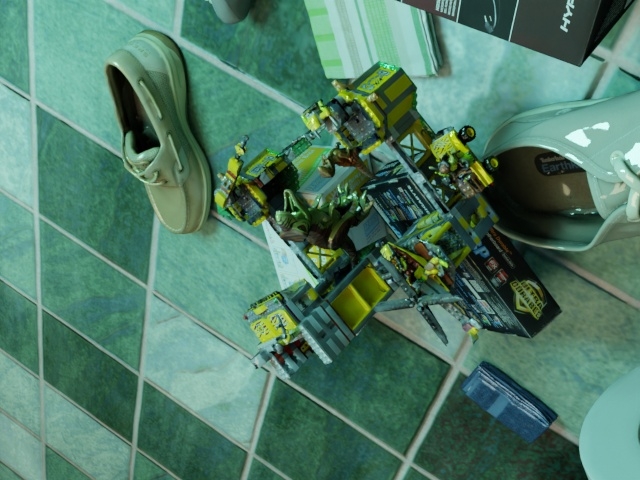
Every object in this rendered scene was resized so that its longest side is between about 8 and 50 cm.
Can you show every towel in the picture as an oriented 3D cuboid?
[{"bbox_3d":[0.239,0.210,1.211,0.119,0.029,0.067,36,139,9],"label":"towel"},{"bbox_3d":[0.055,-0.229,1.009,0.152,0.023,0.113,7,125,38],"label":"towel"}]

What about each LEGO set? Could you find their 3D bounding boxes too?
[{"bbox_3d":[0.000,0.000,0.920,0.331,0.192,0.255,-18,111,51],"label":"LEGO set"}]

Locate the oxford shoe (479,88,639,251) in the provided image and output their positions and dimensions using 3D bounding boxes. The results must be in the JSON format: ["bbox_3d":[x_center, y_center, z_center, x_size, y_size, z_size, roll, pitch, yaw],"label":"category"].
[{"bbox_3d":[0.325,-0.077,0.832,0.449,0.130,0.169,-11,114,42],"label":"oxford shoe"}]

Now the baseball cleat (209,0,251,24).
[{"bbox_3d":[-0.070,-0.314,1.000,0.109,0.072,0.206,19,137,17],"label":"baseball cleat"}]

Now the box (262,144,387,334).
[{"bbox_3d":[0.010,-0.002,1.159,0.103,0.114,0.203,8,126,35],"label":"box"}]

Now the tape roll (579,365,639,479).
[{"bbox_3d":[0.386,0.234,0.885,0.246,0.246,0.169,-3,120,40],"label":"tape roll"}]

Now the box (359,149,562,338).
[{"bbox_3d":[0.149,0.006,1.041,0.220,0.051,0.175,51,169,-7],"label":"box"}]

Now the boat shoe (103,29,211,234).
[{"bbox_3d":[-0.224,-0.124,1.258,0.109,0.098,0.302,18,133,27],"label":"boat shoe"}]

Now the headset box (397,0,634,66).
[{"bbox_3d":[0.123,-0.276,0.760,0.293,0.218,0.110,26,136,21],"label":"headset box"}]
